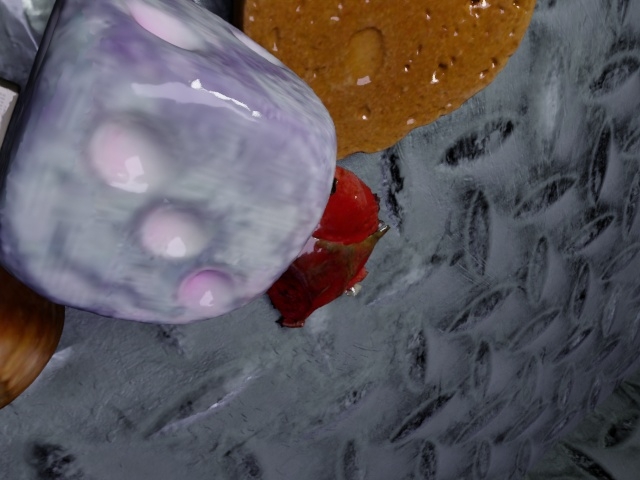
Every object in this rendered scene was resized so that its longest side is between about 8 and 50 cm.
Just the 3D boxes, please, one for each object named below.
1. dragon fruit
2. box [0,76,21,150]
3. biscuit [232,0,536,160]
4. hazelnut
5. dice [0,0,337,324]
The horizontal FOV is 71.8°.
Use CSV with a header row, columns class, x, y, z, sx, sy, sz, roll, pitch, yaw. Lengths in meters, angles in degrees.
class,x,y,z,sx,sy,sz,roll,pitch,yaw
dragon fruit,0.000,0.000,0.756,0.282,0.100,0.344,-35,129,-10
box,-0.438,-0.118,0.431,0.211,0.095,0.168,19,98,-38
biscuit,0.078,-0.278,0.625,0.454,0.078,0.350,-19,136,1
hazelnut,-0.407,0.096,0.509,0.214,0.176,0.215,15,90,-74
dice,-0.165,-0.094,0.475,0.271,0.270,0.270,17,121,-37
